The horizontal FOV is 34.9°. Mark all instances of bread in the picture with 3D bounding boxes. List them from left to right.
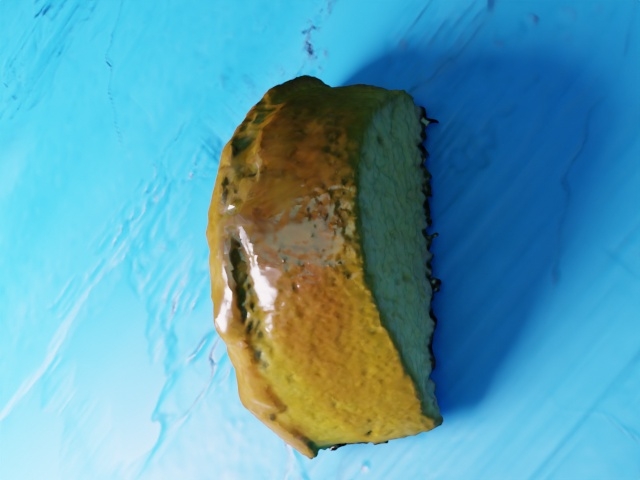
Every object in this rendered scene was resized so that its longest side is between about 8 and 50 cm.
[{"bbox_3d":[-0.004,0.004,0.638,0.129,0.134,0.260,-10,76,29],"label":"bread"}]
